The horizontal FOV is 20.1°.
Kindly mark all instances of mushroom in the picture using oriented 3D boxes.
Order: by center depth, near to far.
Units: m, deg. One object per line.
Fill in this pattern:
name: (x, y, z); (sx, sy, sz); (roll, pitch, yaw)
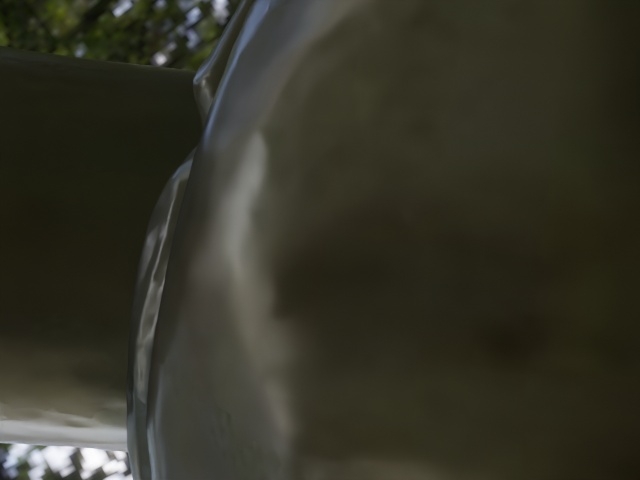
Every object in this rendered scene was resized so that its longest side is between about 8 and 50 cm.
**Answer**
mushroom: (0.000, 0.000, 0.463); (0.336, 0.314, 0.314); (11, -134, 0)
